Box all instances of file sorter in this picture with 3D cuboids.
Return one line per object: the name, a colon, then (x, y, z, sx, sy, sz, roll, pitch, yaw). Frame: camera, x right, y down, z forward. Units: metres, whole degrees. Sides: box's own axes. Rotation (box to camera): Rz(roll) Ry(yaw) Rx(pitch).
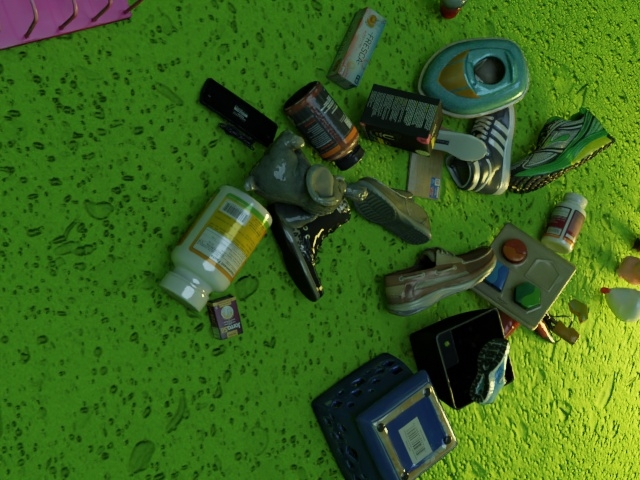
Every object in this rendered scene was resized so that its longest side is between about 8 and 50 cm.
file sorter: (-0.493, -0.491, 1.442, 0.291, 0.182, 0.202, -23, 101, -26)

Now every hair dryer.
hair dryer: (0.555, 0.197, 2.063, 0.294, 0.080, 0.223, -18, 99, -26)

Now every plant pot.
plant pot: (0.156, 0.417, 1.779, 0.236, 0.212, 0.235, -30, 104, -26)
plant pot: (0.320, 0.272, 1.890, 0.188, 0.167, 0.187, -20, 99, -27)

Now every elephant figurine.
elephant figurine: (-0.024, -0.108, 1.659, 0.239, 0.169, 0.186, 40, 86, -11)

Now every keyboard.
keyboard: (-0.184, -0.259, 1.701, 0.192, 0.038, 0.100, 33, 52, -23)

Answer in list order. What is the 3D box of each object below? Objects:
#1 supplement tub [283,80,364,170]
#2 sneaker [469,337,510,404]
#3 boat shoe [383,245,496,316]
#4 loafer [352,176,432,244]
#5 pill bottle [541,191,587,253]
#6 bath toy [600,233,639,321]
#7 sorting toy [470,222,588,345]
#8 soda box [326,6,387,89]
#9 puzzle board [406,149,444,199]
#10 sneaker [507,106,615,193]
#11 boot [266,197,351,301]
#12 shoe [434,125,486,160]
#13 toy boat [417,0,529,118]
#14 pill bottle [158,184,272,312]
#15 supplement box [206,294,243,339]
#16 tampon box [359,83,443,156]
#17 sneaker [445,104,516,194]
supplement tub: (0.013, -0.249, 1.757, 0.106, 0.106, 0.198, -47, 110, -20)
sneaker: (0.395, 0.301, 1.813, 0.073, 0.063, 0.162, 30, 81, -43)
boat shoe: (0.289, 0.072, 1.901, 0.325, 0.123, 0.116, -24, 99, -27)
loafer: (0.167, -0.080, 1.861, 0.251, 0.094, 0.087, 36, 49, -33)
pill bottle: (0.656, -0.048, 2.112, 0.086, 0.086, 0.152, 33, 76, -24)
bath toy: (0.905, 0.069, 2.226, 0.129, 0.151, 0.348, 31, 76, 15)
sorting toy: (0.545, 0.111, 1.988, 0.307, 0.041, 0.229, 35, 69, 13)
soda box: (0.084, -0.442, 1.820, 0.063, 0.058, 0.183, 29, 78, -25)
puzzle board: (0.256, -0.168, 1.941, 0.097, 0.011, 0.128, 8, 87, -29)
sneaker: (0.602, -0.234, 2.077, 0.344, 0.134, 0.146, -29, 80, -22)
boot: (0.000, -0.001, 1.758, 0.179, 0.085, 0.236, -26, 95, -25)
shoe: (0.309, -0.245, 1.896, 0.178, 0.081, 0.063, 13, 120, 0)
toy boat: (0.347, -0.453, 1.886, 0.268, 0.148, 0.318, -16, 87, 1)
pill bottle: (-0.219, 0.020, 1.617, 0.136, 0.136, 0.245, 40, 73, -22)
supplement box: (-0.204, 0.164, 1.679, 0.055, 0.043, 0.083, -17, 99, -28)
tampon box: (0.187, -0.273, 1.801, 0.161, 0.120, 0.101, 17, 81, 15)
sneaker: (0.395, -0.254, 1.965, 0.153, 0.099, 0.282, -2, 94, -30)
